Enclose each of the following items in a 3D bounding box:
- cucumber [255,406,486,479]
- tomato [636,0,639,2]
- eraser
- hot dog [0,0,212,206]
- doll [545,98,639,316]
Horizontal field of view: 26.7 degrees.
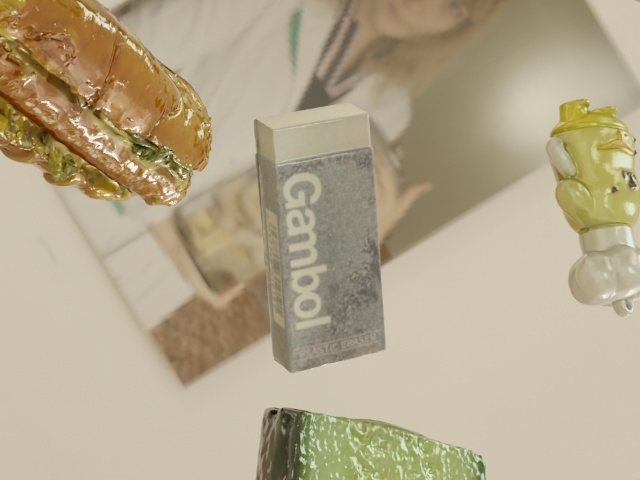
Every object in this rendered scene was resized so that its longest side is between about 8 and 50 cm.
[{"bbox_3d":[0.012,0.132,0.573,0.116,0.062,0.115,19,69,-38],"label":"cucumber"},{"bbox_3d":[0.319,-0.327,1.199,0.233,0.200,0.139,47,-10,-2],"label":"tomato"},{"bbox_3d":[0.000,0.000,1.109,0.046,0.092,0.212,-144,-135,-61],"label":"eraser"},{"bbox_3d":[-0.147,-0.090,0.713,0.269,0.115,0.072,37,35,-51],"label":"hot dog"},{"bbox_3d":[0.211,-0.023,1.002,0.106,0.062,0.162,4,74,-45],"label":"doll"}]
